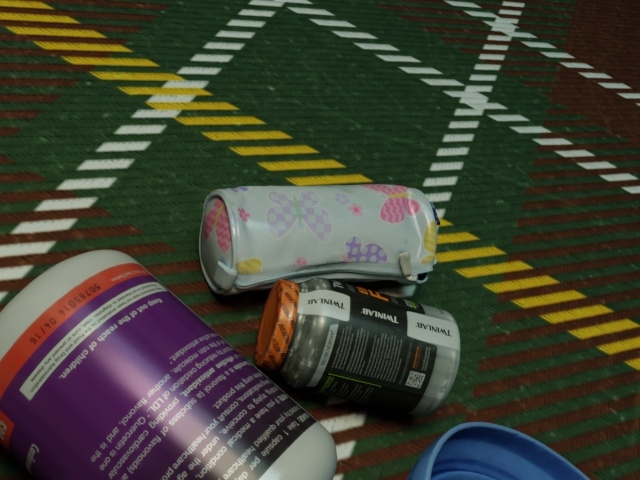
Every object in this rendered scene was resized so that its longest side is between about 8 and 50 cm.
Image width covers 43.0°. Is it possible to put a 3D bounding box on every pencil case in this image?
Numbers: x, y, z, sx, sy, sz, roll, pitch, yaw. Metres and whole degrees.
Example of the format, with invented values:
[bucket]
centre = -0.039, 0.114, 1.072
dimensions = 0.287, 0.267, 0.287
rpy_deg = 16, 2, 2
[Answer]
[pencil case]
centre = 0.000, 0.000, 0.921
dimensions = 0.273, 0.113, 0.124
rpy_deg = -1, 64, -27

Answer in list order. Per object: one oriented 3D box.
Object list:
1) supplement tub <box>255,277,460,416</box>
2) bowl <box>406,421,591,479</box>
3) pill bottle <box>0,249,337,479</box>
[supplement tub]
centre = 0.036, 0.106, 0.835
dimensions = 0.190, 0.117, 0.117
rpy_deg = 16, 44, -14
[bowl]
centre = 0.200, 0.329, 0.644
dimensions = 0.391, 0.077, 0.391
rpy_deg = 35, 26, -20
[pill bottle]
centre = -0.116, 0.167, 0.654
dimensions = 0.323, 0.181, 0.181
rpy_deg = 39, 44, 12
